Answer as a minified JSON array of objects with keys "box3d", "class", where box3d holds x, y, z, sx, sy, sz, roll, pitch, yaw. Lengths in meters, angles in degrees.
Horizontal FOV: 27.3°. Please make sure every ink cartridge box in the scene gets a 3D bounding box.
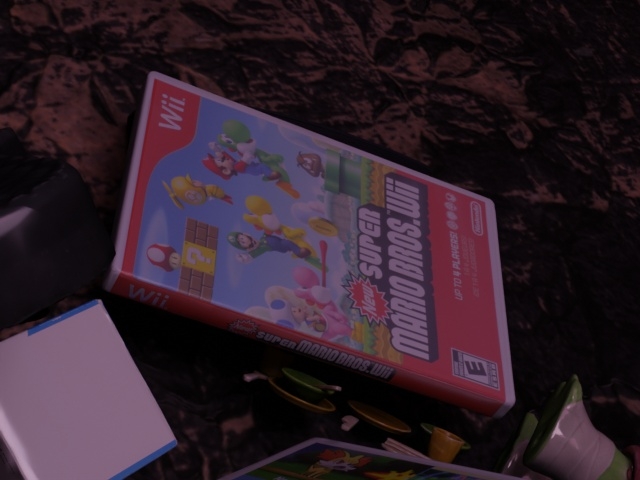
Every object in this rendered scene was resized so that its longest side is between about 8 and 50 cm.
[{"box3d":[-0.164,0.109,0.696,0.092,0.143,0.090,-27,86,-47],"class":"ink cartridge box"}]

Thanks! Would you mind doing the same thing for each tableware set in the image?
[{"box3d":[0.027,0.108,0.873,0.154,0.024,0.104,25,4,10],"class":"tableware set"}]

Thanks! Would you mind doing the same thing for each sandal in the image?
[{"box3d":[-0.199,0.024,0.640,0.167,0.446,0.107,-23,104,-14],"class":"sandal"}]

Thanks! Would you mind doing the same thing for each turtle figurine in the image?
[{"box3d":[0.266,0.171,0.881,0.266,0.275,0.198,31,5,3],"class":"turtle figurine"}]

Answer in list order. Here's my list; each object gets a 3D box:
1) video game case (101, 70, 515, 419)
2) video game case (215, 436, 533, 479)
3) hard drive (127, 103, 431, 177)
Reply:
[{"box3d":[0.000,0.000,0.911,0.285,0.025,0.204,19,42,-16],"class":"video game case"},{"box3d":[0.010,0.178,0.643,0.300,0.329,0.036,-16,103,-43],"class":"video game case"},{"box3d":[-0.016,-0.024,0.987,0.254,0.054,0.172,14,44,-23],"class":"hard drive"}]
